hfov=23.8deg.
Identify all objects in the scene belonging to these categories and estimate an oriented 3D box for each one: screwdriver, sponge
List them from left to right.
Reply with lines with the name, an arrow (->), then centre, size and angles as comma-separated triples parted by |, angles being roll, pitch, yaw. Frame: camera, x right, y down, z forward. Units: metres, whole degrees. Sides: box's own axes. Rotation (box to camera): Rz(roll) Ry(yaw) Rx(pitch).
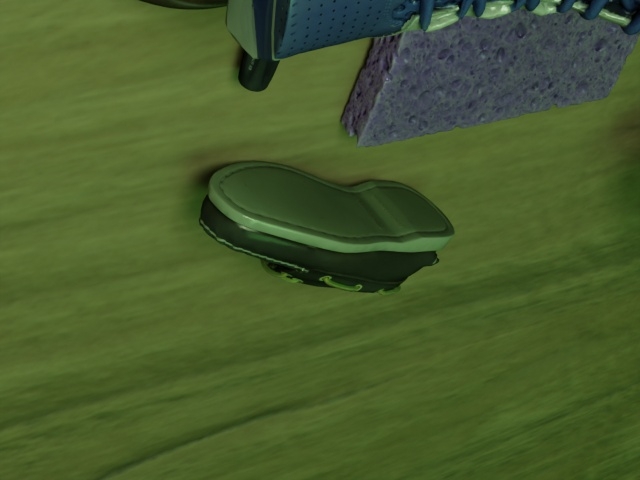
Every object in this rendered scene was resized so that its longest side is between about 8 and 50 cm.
screwdriver -> -0.016, -0.155, 0.849 | 0.024, 0.025, 0.170 | -7, 132, -33
sponge -> 0.121, -0.126, 0.989 | 0.210, 0.031, 0.117 | -13, 145, -27

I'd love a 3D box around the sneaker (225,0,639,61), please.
sneaker -> 0.122, -0.161, 0.750 | 0.315, 0.182, 0.127 | -27, 145, -29

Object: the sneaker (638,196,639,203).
sneaker -> 0.371, -0.088, 1.191 | 0.321, 0.127, 0.126 | -41, 165, -36

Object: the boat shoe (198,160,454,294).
boat shoe -> 0.000, 0.000, 1.012 | 0.227, 0.081, 0.069 | 6, 129, -49

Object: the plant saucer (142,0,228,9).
plant saucer -> -0.043, -0.179, 0.759 | 0.168, 0.029, 0.168 | -21, 142, -17
